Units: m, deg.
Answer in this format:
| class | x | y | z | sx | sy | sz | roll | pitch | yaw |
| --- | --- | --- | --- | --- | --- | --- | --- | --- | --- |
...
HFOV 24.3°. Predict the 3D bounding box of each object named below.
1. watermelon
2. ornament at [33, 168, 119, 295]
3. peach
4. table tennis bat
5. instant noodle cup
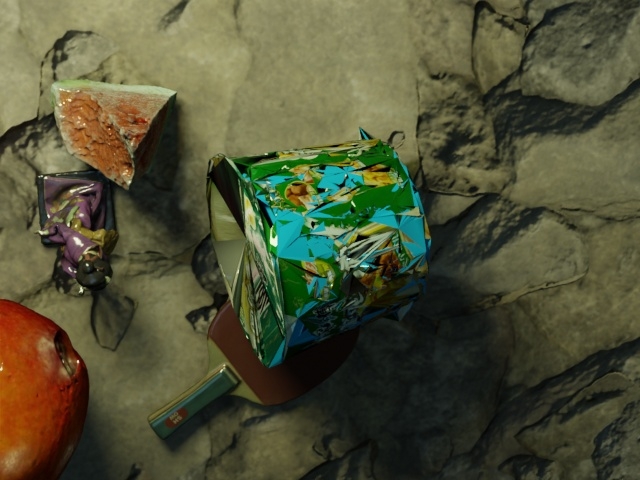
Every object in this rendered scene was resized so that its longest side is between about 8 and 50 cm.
| class | x | y | z | sx | sy | sz | roll | pitch | yaw |
| --- | --- | --- | --- | --- | --- | --- | --- | --- | --- |
| watermelon | -0.189 | -0.102 | 1.516 | 0.121 | 0.158 | 0.098 | -10 | 115 | -38 |
| ornament | -0.244 | 0.009 | 1.509 | 0.088 | 0.203 | 0.081 | -8 | 120 | -11 |
| peach | -0.368 | 0.182 | 1.519 | 0.281 | 0.238 | 0.281 | -21 | 134 | -23 |
| table tennis bat | -0.079 | 0.135 | 1.687 | 0.274 | 0.021 | 0.154 | -36 | 114 | 1 |
| instant noodle cup | 0.000 | 0.000 | 1.549 | 0.178 | 0.240 | 0.240 | -14 | 114 | -17 |
